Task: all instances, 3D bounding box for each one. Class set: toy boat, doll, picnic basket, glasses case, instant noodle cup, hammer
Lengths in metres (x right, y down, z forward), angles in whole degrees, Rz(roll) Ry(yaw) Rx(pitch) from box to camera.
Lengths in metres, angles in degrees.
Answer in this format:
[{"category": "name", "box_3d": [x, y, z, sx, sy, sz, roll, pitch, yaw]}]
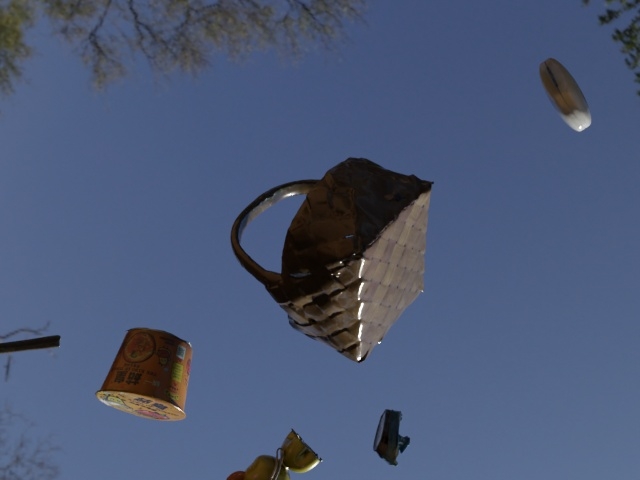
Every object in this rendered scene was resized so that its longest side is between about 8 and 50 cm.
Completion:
[{"category": "toy boat", "box_3d": [0.136, 0.368, 1.465, 0.061, 0.137, 0.060, 28, -67, 0]}, {"category": "doll", "box_3d": [-0.106, 0.540, 1.804, 0.221, 0.143, 0.135, -41, -172, -6]}, {"category": "picnic basket", "box_3d": [0.000, 0.000, 1.352, 0.337, 0.293, 0.337, 27, -41, 26]}, {"category": "glasses case", "box_3d": [0.396, -0.239, 1.283, 0.049, 0.074, 0.193, -34, -156, 22]}, {"category": "instant noodle cup", "box_3d": [-0.404, 0.316, 1.875, 0.216, 0.216, 0.172, -13, -126, 40]}, {"category": "hammer", "box_3d": [-0.625, 0.199, 1.431, 0.125, 0.297, 0.027, 0, -88, 58]}]
